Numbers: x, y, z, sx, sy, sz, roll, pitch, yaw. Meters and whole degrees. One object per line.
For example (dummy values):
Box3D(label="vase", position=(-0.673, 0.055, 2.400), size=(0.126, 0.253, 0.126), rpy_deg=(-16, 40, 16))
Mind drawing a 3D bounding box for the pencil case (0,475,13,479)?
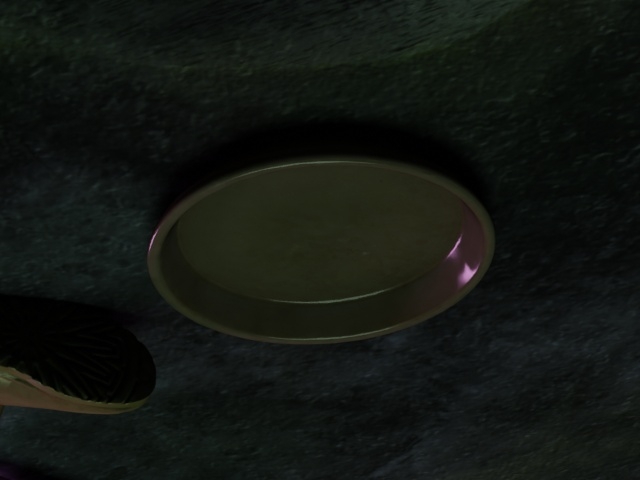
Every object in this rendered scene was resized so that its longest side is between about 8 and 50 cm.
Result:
Box3D(label="pencil case", position=(-0.296, 0.280, 1.952), size=(0.236, 0.104, 0.104), rpy_deg=(21, 140, -37))

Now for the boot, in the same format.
Box3D(label="boot", position=(-0.288, 0.149, 1.760), size=(0.236, 0.089, 0.269), rpy_deg=(18, 142, -10))

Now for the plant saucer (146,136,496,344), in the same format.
Box3D(label="plant saucer", position=(0.000, 0.000, 1.594), size=(0.278, 0.041, 0.278), rpy_deg=(-3, 147, -2))
